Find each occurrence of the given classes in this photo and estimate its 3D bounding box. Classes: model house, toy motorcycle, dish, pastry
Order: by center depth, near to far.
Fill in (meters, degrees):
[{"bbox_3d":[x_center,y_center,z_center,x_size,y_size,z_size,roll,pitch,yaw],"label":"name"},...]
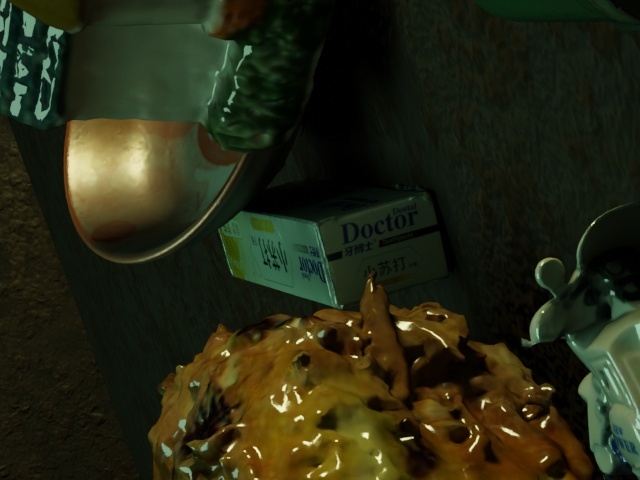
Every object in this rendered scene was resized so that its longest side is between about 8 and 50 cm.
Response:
[{"bbox_3d":[0.164,0.058,0.817,0.221,0.102,0.150,-174,74,-68],"label":"toy motorcycle"},{"bbox_3d":[0.033,0.206,1.145,0.405,0.292,0.337,86,171,-75],"label":"pastry"},{"bbox_3d":[-0.168,-0.188,1.227,0.271,0.301,0.190,-118,31,-41],"label":"model house"},{"bbox_3d":[-0.082,-0.098,1.413,0.260,0.085,0.260,-25,56,45],"label":"dish"}]

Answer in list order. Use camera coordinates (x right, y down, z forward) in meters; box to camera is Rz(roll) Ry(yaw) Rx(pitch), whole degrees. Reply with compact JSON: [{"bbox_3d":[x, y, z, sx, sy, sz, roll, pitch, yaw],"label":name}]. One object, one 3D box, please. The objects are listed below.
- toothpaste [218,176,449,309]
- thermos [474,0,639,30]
[{"bbox_3d":[0.000,0.000,1.380,0.313,0.089,0.071,-168,63,-74],"label":"toothpaste"},{"bbox_3d":[0.113,-0.129,0.831,0.187,0.083,0.073,-157,70,-73],"label":"thermos"}]
